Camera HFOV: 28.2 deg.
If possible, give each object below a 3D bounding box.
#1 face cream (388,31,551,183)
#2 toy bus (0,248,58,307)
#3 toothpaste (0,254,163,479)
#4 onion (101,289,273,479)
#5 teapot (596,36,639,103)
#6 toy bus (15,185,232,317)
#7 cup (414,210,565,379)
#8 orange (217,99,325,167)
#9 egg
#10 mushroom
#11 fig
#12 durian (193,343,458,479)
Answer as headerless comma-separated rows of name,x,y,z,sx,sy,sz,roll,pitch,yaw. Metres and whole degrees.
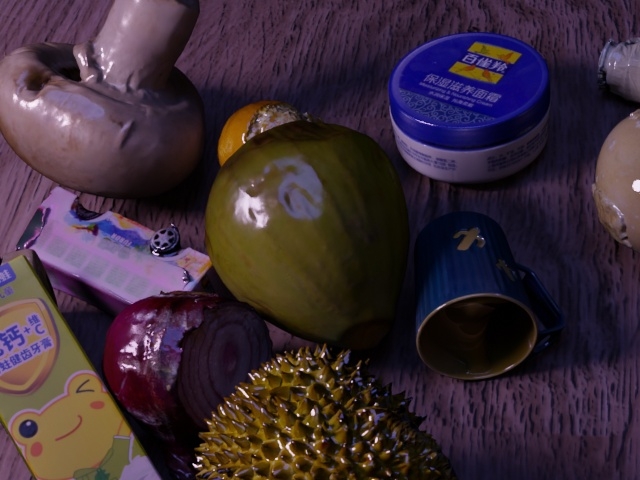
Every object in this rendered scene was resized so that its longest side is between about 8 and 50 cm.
face cream,0.193,-0.168,1.638,0.206,0.111,0.206,-5,45,5
toy bus,-0.450,0.120,1.471,0.290,0.139,0.157,-13,50,-6
toothpaste,-0.279,0.177,1.332,0.110,0.077,0.327,-29,74,-18
onion,-0.151,0.162,1.371,0.140,0.195,0.218,4,88,24
teapot,0.470,-0.221,1.659,0.200,0.077,0.107,17,48,25
toy bus,-0.244,0.028,1.552,0.274,0.090,0.112,22,60,30
cup,0.184,0.060,1.424,0.177,0.131,0.155,14,39,-17
orange,-0.053,-0.105,1.606,0.157,0.156,0.134,9,88,19
egg,0.394,-0.066,1.468,0.164,0.164,0.201,-7,45,4
mushroom,-0.269,-0.211,1.628,0.293,0.290,0.292,15,24,-7
fig,0.000,0.000,1.440,0.239,0.239,0.271,-28,73,-16
durian,0.001,0.231,1.208,0.258,0.258,0.293,-30,43,-18
